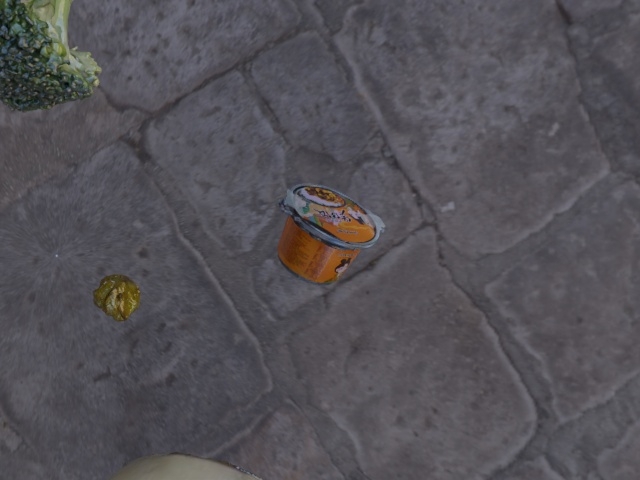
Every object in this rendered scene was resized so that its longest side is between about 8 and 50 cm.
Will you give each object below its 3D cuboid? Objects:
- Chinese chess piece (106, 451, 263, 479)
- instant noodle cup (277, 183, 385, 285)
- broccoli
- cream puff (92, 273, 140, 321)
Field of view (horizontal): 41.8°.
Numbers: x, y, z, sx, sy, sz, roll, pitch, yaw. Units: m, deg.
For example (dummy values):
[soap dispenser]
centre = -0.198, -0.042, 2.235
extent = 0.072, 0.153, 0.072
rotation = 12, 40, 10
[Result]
[Chinese chess piece]
centre = -0.161, 0.428, 1.121
extent = 0.338, 0.338, 0.140
rotation = 36, 44, -14
[instant noodle cup]
centre = 0.000, 0.000, 1.495
extent = 0.208, 0.177, 0.125
rotation = 17, 120, -18
[broccoli]
centre = -0.567, -0.420, 1.620
extent = 0.348, 0.293, 0.281
rotation = 29, 51, -24
[cream puff]
centre = -0.313, 0.084, 1.300
extent = 0.083, 0.083, 0.058
rotation = 7, 115, -55
